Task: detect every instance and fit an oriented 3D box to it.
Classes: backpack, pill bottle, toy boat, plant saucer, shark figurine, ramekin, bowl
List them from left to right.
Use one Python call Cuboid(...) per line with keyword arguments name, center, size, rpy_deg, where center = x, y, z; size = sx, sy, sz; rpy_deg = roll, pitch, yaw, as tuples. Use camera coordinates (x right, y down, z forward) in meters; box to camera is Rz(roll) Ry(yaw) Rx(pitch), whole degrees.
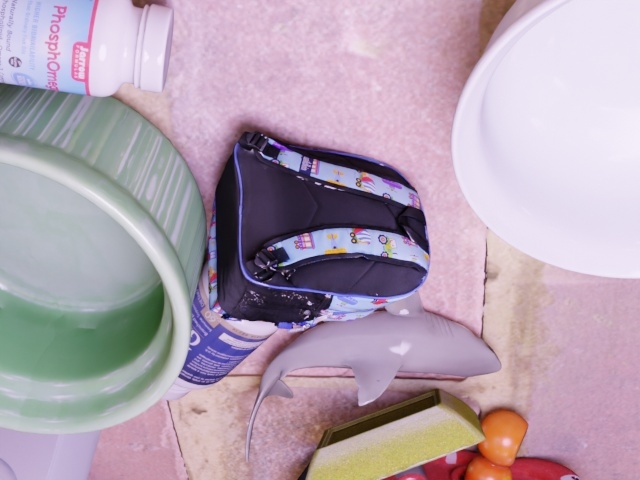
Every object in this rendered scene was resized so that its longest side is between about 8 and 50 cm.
Cuboid(name="ramekin", center=(-0.242, 0.008, 0.986), size=(0.304, 0.148, 0.303), rpy_deg=(5, 128, 7))
Cuboid(name="pill bottle", center=(-0.195, -0.156, 0.883), size=(0.160, 0.087, 0.087), rpy_deg=(8, 137, -4))
Cuboid(name="pill bottle", center=(-0.112, 0.087, 1.128), size=(0.094, 0.094, 0.169), rpy_deg=(28, 132, -23))
Cuboid(name="backpack", center=(0.000, 0.000, 0.994), size=(0.173, 0.158, 0.117), rpy_deg=(7, 146, -20))
Cuboid(name="shark figurine", center=(0.025, 0.130, 1.154), size=(0.278, 0.116, 0.166), rpy_deg=(-16, 132, 18))
Cuboid(name="plant saucer", center=(0.068, 0.202, 1.192), size=(0.188, 0.188, 0.045), rpy_deg=(-21, 88, 4))
Cuboid(name="toy boat", center=(0.186, 0.254, 1.263), size=(0.231, 0.151, 0.151), rpy_deg=(14, 111, -15))
Cuboid(name="bowl", center=(0.243, -0.117, 0.857), size=(0.298, 0.134, 0.297), rpy_deg=(2, 137, 2))

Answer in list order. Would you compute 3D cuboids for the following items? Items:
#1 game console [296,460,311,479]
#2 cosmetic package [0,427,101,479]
Cuboid(name="game console", center=(0.021, 0.301, 1.365), size=(0.071, 0.107, 0.122), rpy_deg=(23, 141, 22))
Cuboid(name="cosmetic package", center=(-0.432, 0.253, 1.178), size=(0.377, 0.284, 0.097), rpy_deg=(-2, 134, 11))
